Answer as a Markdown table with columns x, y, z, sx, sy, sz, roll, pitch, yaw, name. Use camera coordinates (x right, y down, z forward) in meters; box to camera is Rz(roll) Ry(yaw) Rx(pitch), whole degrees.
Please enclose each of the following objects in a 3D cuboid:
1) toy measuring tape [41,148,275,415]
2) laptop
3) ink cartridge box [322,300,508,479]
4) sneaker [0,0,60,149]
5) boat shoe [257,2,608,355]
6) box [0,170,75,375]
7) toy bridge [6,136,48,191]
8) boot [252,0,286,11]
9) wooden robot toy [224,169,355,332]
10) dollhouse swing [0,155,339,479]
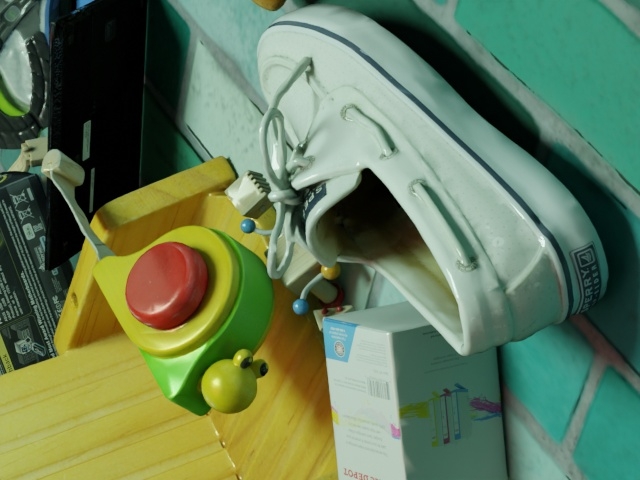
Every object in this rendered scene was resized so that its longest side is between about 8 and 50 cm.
| x | y | z | sx | sy | sz | roll | pitch | yaw | name |
| --- | --- | --- | --- | --- | --- | --- | --- | --- | --- |
| -0.121 | 0.009 | 1.422 | 0.330 | 0.121 | 0.121 | 55 | 142 | 40 | toy measuring tape |
| -0.238 | -0.136 | 1.659 | 0.136 | 0.264 | 0.234 | 13 | 116 | 19 | laptop |
| 0.067 | 0.121 | 1.262 | 0.092 | 0.090 | 0.143 | 9 | 107 | 59 | ink cartridge box |
| -0.307 | -0.245 | 1.779 | 0.121 | 0.111 | 0.300 | -135 | 51 | -77 | sneaker |
| 0.022 | -0.034 | 1.208 | 0.367 | 0.156 | 0.136 | 45 | 155 | 41 | boat shoe |
| -0.351 | 0.172 | 1.685 | 0.097 | 0.318 | 0.395 | 3 | 116 | 57 | box |
| -0.295 | -0.048 | 1.805 | 0.188 | 0.063 | 0.026 | 102 | 153 | -62 | toy bridge |
| -0.007 | -0.236 | 1.295 | 0.211 | 0.104 | 0.295 | 110 | 142 | -50 | boot |
| 0.000 | 0.000 | 1.392 | 0.079 | 0.076 | 0.173 | -44 | 53 | 14 | wooden robot toy |
| -0.176 | 0.161 | 1.479 | 0.347 | 0.305 | 0.315 | 61 | 145 | 31 | dollhouse swing |
